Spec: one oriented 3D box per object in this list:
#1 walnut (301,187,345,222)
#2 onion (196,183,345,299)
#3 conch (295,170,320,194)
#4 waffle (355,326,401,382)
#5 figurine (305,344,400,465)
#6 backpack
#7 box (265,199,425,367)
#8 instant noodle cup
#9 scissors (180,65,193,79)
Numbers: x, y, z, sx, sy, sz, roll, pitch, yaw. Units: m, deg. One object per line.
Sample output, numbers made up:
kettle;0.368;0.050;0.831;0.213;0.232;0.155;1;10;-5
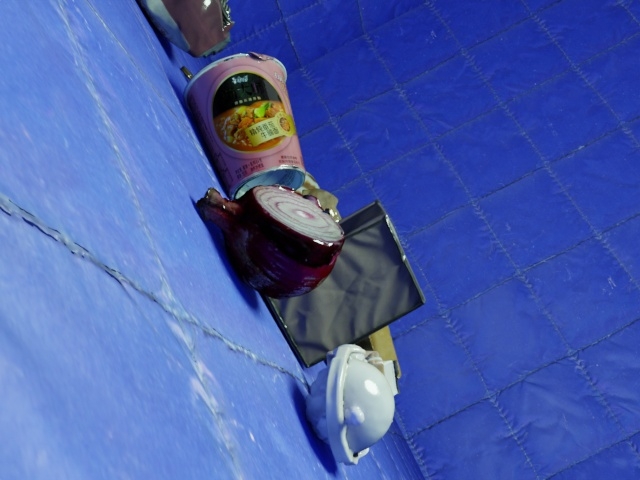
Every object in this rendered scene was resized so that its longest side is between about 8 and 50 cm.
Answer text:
walnut;-0.006;0.004;1.531;0.141;0.204;0.238;19;-40;25
onion;-0.084;-0.006;0.874;0.218;0.140;0.195;16;31;-29
conch;-0.090;-0.137;1.888;0.149;0.183;0.275;36;39;-73
waffle;0.104;0.223;1.637;0.304;0.077;0.348;158;-82;-73
figurine;0.038;0.227;0.869;0.237;0.141;0.162;-19;104;-79
backpack;-0.334;-0.596;1.488;0.283;0.197;0.317;60;1;-24
box;0.038;0.073;1.058;0.188;0.252;0.153;63;2;-14
instant noodle cup;-0.142;-0.218;1.259;0.244;0.244;0.255;59;10;-73
scissors;-0.293;-0.370;1.601;0.220;0.017;0.088;51;-1;4
